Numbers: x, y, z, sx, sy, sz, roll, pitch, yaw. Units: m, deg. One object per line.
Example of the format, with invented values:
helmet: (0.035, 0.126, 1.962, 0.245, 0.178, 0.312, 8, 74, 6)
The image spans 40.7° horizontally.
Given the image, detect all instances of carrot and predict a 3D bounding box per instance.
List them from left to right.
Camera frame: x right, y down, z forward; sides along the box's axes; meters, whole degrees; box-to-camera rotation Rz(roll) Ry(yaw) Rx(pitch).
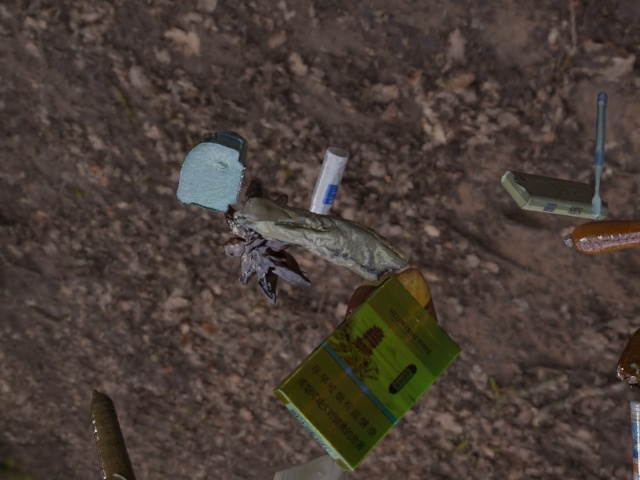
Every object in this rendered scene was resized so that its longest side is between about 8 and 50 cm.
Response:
carrot: (-0.341, 0.402, 1.458, 0.070, 0.342, 0.070, -18, 154, -9)
carrot: (0.621, -0.013, 1.702, 0.069, 0.069, 0.336, 30, 158, -33)

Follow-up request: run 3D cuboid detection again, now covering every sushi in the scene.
sushi: (0.454, 0.161, 1.200, 0.060, 0.118, 0.061, 13, 153, 40)

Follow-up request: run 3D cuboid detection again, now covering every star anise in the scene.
star anise: (-0.131, 0.013, 1.785, 0.271, 0.272, 0.102, 3, -166, 35)

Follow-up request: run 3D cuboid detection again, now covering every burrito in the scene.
burrito: (0.001, -0.002, 1.053, 0.229, 0.058, 0.063, 17, 117, -22)

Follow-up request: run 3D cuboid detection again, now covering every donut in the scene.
donut: (0.097, 0.125, 1.196, 0.073, 0.166, 0.184, 7, 146, 36)

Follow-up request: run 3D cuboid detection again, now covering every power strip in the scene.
power strip: (0.464, -0.084, 1.658, 0.267, 0.092, 0.034, 5, 128, -32)

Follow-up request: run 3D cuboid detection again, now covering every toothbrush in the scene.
toothbrush: (0.436, -0.134, 1.346, 0.016, 0.220, 0.019, -3, 156, 29)

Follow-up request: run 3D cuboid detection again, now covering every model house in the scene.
model house: (-0.194, -0.149, 1.657, 0.119, 0.149, 0.148, 15, 119, -1)

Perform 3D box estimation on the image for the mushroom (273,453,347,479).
mushroom: (-0.045, 0.601, 1.667, 0.154, 0.408, 0.137, 5, 167, 19)

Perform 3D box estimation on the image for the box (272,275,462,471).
box: (0.056, 0.146, 0.968, 0.121, 0.193, 0.030, 48, 156, -1)

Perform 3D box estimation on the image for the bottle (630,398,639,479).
bottle: (0.567, 0.382, 1.479, 0.060, 0.217, 0.060, -2, 176, 0)

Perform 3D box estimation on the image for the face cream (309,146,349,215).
face cream: (0.007, -0.071, 1.254, 0.034, 0.034, 0.130, 18, 117, -3)
